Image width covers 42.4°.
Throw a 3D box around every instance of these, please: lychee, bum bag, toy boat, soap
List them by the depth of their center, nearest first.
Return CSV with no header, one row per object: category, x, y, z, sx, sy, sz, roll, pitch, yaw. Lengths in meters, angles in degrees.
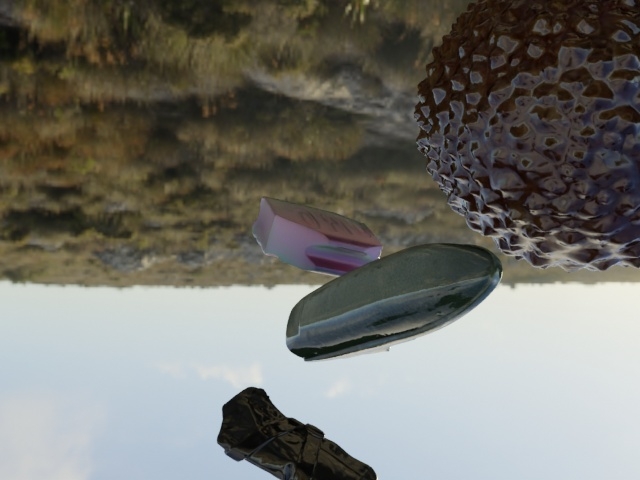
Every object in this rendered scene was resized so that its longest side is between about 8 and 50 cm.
lychee,0.222,-0.110,0.710,0.304,0.276,0.276,-12,169,43
toy boat,0.063,0.058,0.722,0.085,0.078,0.260,24,150,-26
bum bag,-0.030,0.242,0.923,0.197,0.049,0.087,31,-139,13
soap,0.000,0.000,1.013,0.149,0.056,0.100,13,-159,-23
